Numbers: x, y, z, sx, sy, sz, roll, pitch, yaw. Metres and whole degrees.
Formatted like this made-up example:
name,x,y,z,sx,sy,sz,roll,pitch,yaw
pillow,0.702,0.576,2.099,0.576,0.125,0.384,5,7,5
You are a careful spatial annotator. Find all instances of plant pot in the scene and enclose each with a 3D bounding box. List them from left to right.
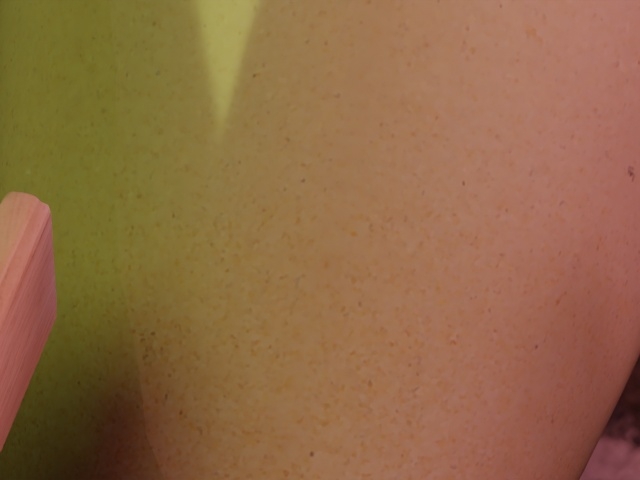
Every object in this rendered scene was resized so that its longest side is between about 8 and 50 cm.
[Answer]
name,x,y,z,sx,sy,sz,roll,pitch,yaw
plant pot,0.000,0.000,0.591,0.256,0.256,0.274,0,72,41

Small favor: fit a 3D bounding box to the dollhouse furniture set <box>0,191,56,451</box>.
name,x,y,z,sx,sy,sz,roll,pitch,yaw
dollhouse furniture set,-0.170,0.150,0.534,0.173,0.355,0.303,10,44,7
